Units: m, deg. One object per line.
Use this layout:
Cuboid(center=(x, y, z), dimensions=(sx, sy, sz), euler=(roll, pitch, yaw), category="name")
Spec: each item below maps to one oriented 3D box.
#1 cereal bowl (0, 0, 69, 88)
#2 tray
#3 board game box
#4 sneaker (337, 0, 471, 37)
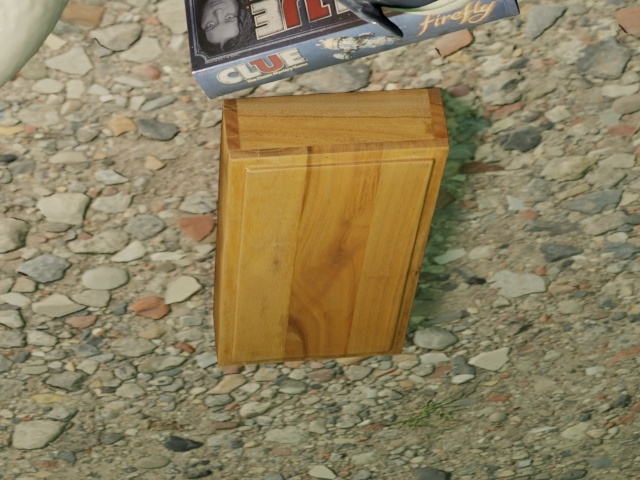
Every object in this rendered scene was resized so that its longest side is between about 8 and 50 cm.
Cuboid(center=(-0.310, -0.219, 1.136), dimensions=(0.339, 0.339, 0.141), euler=(-7, -171, -1), category="cereal bowl")
Cuboid(center=(0.000, 0.000, 1.854), dimensions=(0.203, 0.076, 0.411), euler=(-3, 151, -7), category="tray")
Cuboid(center=(0.016, -0.213, 1.399), dimensions=(0.243, 0.165, 0.042), euler=(-15, 151, 11), category="board game box")
Cuboid(center=(-0.027, -0.247, 1.280), dimensions=(0.236, 0.323, 0.130), euler=(16, 101, -60), category="sneaker")
